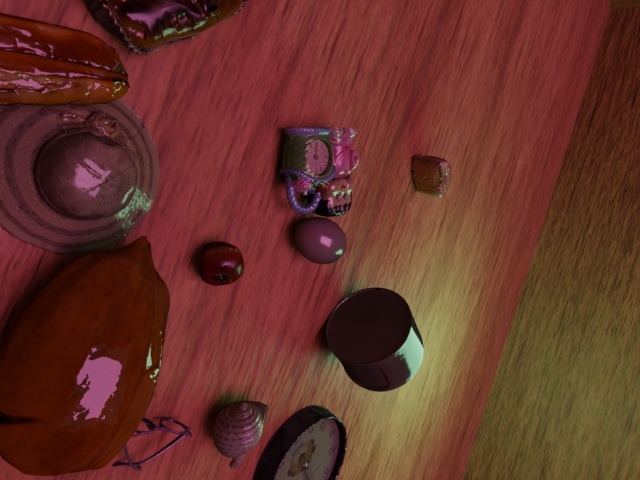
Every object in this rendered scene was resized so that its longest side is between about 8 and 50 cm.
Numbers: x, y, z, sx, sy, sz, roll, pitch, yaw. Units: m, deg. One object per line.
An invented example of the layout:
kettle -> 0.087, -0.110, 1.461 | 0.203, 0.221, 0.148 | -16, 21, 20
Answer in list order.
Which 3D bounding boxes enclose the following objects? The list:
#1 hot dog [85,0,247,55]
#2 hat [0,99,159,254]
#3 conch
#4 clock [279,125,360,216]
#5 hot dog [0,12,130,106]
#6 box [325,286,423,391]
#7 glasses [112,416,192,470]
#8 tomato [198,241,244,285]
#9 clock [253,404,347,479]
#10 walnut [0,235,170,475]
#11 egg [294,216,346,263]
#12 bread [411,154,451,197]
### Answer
hot dog -> -0.212, -0.378, 0.615 | 0.270, 0.081, 0.163 | -44, 132, -32
hat -> -0.313, -0.089, 0.574 | 0.251, 0.109, 0.252 | -19, 116, -44
conch -> -0.169, 0.393, 0.898 | 0.135, 0.102, 0.153 | -28, 156, -52
clock -> -0.001, -0.145, 0.916 | 0.193, 0.100, 0.196 | -14, 110, -41
hot dog -> -0.357, -0.206, 0.493 | 0.268, 0.115, 0.072 | -7, 149, -44
box -> 0.144, 0.257, 1.105 | 0.226, 0.226, 0.149 | -50, 134, -25
glasses -> -0.313, 0.378, 0.762 | 0.140, 0.062, 0.104 | 32, 79, -47
tomato -> -0.183, 0.040, 0.784 | 0.087, 0.087, 0.075 | 41, 29, -47
clock -> -0.045, 0.602, 1.134 | 0.312, 0.061, 0.313 | -17, 114, -44
walnut -> -0.315, 0.145, 0.589 | 0.209, 0.208, 0.337 | 39, 61, -47
egg -> 0.000, 0.000, 0.955 | 0.135, 0.103, 0.103 | 27, 82, -44
bread -> 0.334, -0.195, 1.265 | 0.082, 0.106, 0.125 | -36, 129, -35
